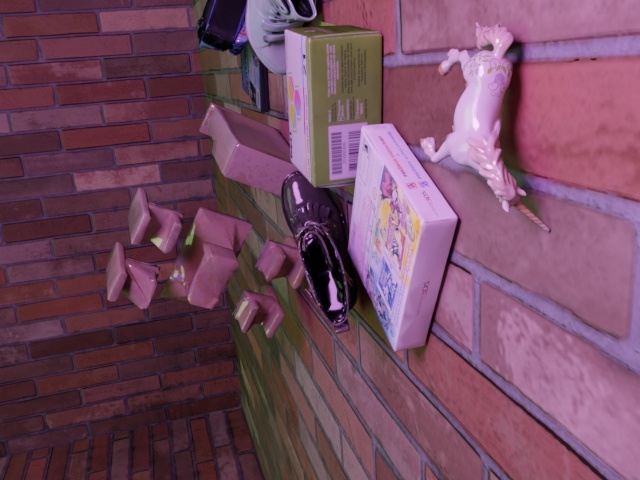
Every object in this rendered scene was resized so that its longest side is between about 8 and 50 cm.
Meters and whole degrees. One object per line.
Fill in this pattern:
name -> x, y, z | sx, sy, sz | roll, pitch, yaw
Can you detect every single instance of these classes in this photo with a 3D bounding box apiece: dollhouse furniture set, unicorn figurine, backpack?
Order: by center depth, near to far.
unicorn figurine -> 0.127, -0.093, 0.487 | 0.111, 0.060, 0.162 | -138, 41, -69
dollhouse furniture set -> -0.212, -0.049, 1.276 | 0.394, 0.362, 0.256 | -62, 30, 19
backpack -> -0.217, -0.505, 1.389 | 0.173, 0.116, 0.158 | -4, 67, 72

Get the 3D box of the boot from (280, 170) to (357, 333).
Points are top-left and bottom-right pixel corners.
boot -> 0.000, 0.000, 0.864 | 0.229, 0.091, 0.263 | 52, -163, -82

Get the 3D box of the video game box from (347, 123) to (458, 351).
video game box -> 0.087, -0.005, 0.720 | 0.187, 0.048, 0.205 | -110, 18, -46

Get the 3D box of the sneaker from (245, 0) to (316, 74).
sneaker -> -0.059, -0.352, 0.975 | 0.256, 0.094, 0.151 | 82, 161, -50

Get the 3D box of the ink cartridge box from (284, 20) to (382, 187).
ink cartridge box -> -0.003, -0.204, 0.852 | 0.255, 0.096, 0.189 | -128, 33, -61

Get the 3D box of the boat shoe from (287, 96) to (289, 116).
boat shoe -> -0.036, -0.249, 1.053 | 0.142, 0.049, 0.040 | 164, 98, -78

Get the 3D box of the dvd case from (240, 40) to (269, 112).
dvd case -> -0.167, -0.438, 1.497 | 0.253, 0.022, 0.181 | -123, 29, -58
